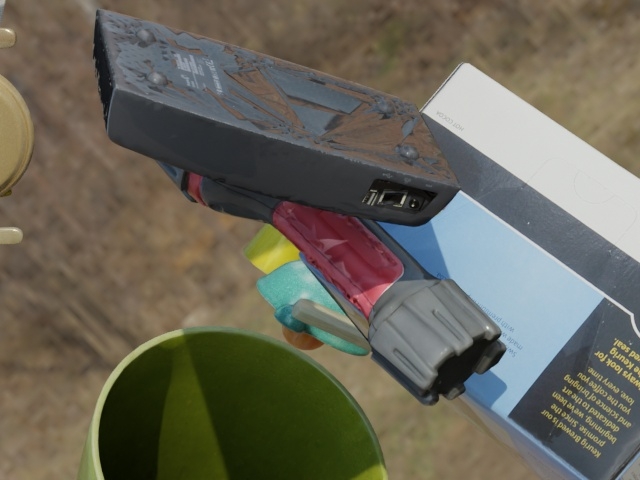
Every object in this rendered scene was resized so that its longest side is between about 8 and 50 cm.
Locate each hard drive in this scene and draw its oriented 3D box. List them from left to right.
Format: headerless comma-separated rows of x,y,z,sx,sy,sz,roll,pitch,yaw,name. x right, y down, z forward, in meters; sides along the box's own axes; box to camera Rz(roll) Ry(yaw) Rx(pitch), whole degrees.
-0.039,-0.084,1.411,0.172,0.255,0.054,-112,41,-61,hard drive

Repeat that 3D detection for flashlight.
0.000,0.000,1.510,0.103,0.304,0.103,-41,-25,-7,flashlight

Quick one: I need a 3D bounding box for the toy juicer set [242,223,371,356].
0.028,0.088,2.014,0.089,0.209,0.329,-57,15,11,toy juicer set

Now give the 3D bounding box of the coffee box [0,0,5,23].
-0.531,-0.280,2.035,0.334,0.338,0.337,-27,48,52,coffee box

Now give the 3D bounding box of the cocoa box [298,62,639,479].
0.199,0.063,1.683,0.228,0.347,0.231,-49,-29,-6,cocoa box

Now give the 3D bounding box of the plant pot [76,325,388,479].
-0.119,0.271,1.828,0.275,0.275,0.293,-53,-3,-42,plant pot

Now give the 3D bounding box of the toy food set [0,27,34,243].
-0.303,-0.093,1.668,0.132,0.192,0.038,4,18,5,toy food set
